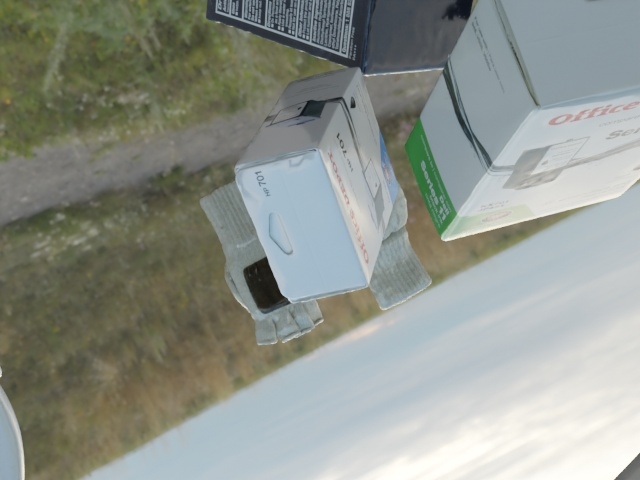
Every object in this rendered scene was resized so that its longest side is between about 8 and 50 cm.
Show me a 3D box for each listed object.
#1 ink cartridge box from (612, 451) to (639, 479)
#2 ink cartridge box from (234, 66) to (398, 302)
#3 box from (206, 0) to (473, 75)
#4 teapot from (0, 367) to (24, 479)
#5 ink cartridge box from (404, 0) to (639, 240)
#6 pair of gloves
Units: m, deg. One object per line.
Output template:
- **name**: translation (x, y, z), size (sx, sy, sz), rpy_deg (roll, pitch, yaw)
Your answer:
- **ink cartridge box**: translation (0.251, 0.072, 0.292), size (0.306, 0.131, 0.226), rpy_deg (-34, -163, -28)
- **ink cartridge box**: translation (0.004, -0.055, 0.913), size (0.082, 0.139, 0.190), rpy_deg (-12, -153, 18)
- **box**: translation (0.029, -0.374, 1.169), size (0.183, 0.296, 0.294), rpy_deg (-13, -150, -41)
- **teapot**: translation (-0.337, 0.157, 0.668), size (0.187, 0.252, 0.256), rpy_deg (5, 177, 36)
- **ink cartridge box**: translation (0.157, -0.088, 0.649), size (0.153, 0.086, 0.208), rpy_deg (-14, 162, -12)
- **pair of gloves**: translation (0.000, 0.000, 1.187), size (0.240, 0.204, 0.042), rpy_deg (-18, 174, -16)
